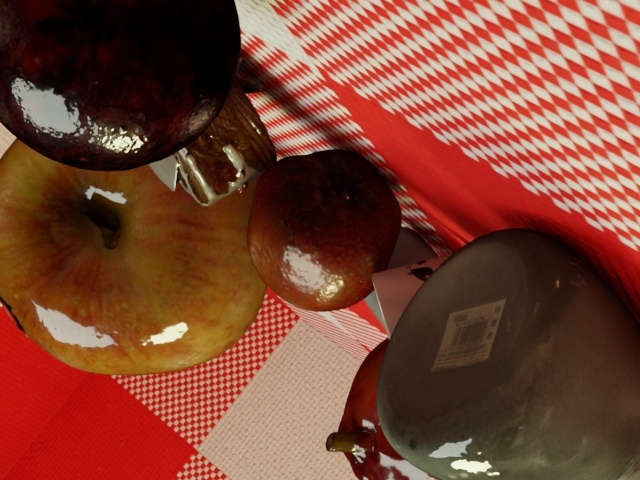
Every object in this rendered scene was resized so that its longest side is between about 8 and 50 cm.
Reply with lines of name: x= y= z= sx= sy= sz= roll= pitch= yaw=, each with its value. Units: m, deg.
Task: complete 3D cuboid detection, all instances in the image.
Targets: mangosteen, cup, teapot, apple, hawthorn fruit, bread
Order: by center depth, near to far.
mangosteen: x=-0.164 y=-0.183 z=1.063 sx=0.228 sy=0.228 sz=0.265 roll=37 pitch=133 yaw=12
teapot: x=0.242 y=0.123 z=1.154 sx=0.285 sy=0.305 sz=0.223 roll=34 pitch=-148 yaw=-25
cup: x=0.135 y=0.078 z=1.335 sx=0.173 sy=0.142 sz=0.134 roll=67 pitch=-173 yaw=-86
bread: x=-0.134 y=-0.144 z=1.412 sx=0.212 sy=0.142 sz=0.224 roll=55 pitch=170 yaw=-14
hawthorn fruit: x=0.000 y=0.000 z=1.415 sx=0.169 sy=0.169 sz=0.188 roll=36 pitch=142 yaw=16
cup: x=0.112 y=0.063 z=1.513 sx=0.136 sy=0.099 sz=0.133 roll=32 pitch=-169 yaw=-33
hawthorn fruit: x=0.146 y=0.213 z=1.619 sx=0.307 sy=0.265 sz=0.265 roll=-1 pitch=-163 yaw=-32
apple: x=-0.251 y=-0.013 z=1.818 sx=0.400 sy=0.400 sz=0.333 roll=37 pitch=-177 yaw=8
